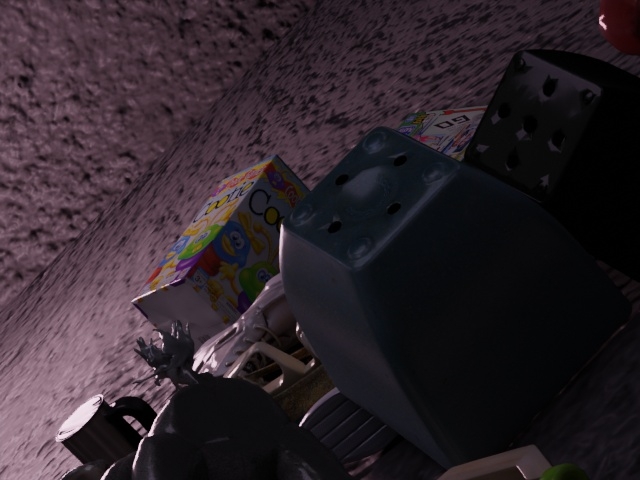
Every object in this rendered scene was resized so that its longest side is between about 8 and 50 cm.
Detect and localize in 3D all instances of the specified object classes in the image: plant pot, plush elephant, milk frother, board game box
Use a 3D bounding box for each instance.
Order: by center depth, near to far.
[{"bbox_3d":[0.105,0.032,1.760,0.247,0.252,0.248,-45,37,-11],"label":"plant pot"},{"bbox_3d":[0.258,-0.094,1.789,0.188,0.167,0.187,34,100,46],"label":"plant pot"},{"bbox_3d":[-0.124,0.281,1.835,0.272,0.255,0.330,-8,42,-26],"label":"plush elephant"},{"bbox_3d":[-0.255,0.253,2.342,0.129,0.134,0.143,-40,17,6],"label":"milk frother"},{"bbox_3d":[0.141,-0.097,2.484,0.213,0.046,0.317,-46,17,-16],"label":"board game box"},{"bbox_3d":[-0.124,0.028,2.595,0.144,0.142,0.275,-23,25,47],"label":"board game box"}]

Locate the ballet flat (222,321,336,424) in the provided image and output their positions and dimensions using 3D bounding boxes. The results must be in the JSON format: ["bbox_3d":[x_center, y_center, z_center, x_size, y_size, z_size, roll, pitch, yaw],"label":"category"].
[{"bbox_3d":[-0.018,0.148,2.106,0.348,0.123,0.123,-35,18,22],"label":"ballet flat"}]

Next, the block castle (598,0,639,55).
[{"bbox_3d":[0.493,-0.262,1.661,0.453,0.303,0.213,-45,23,-10],"label":"block castle"}]

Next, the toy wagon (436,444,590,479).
[{"bbox_3d":[0.091,0.319,1.518,0.267,0.068,0.344,-25,24,45],"label":"toy wagon"}]

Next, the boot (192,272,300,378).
[{"bbox_3d":[-0.078,0.144,2.325,0.258,0.095,0.123,-43,20,29],"label":"boot"}]

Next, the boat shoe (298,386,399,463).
[{"bbox_3d":[0.076,0.169,1.936,0.226,0.083,0.076,-31,2,7],"label":"boat shoe"}]
